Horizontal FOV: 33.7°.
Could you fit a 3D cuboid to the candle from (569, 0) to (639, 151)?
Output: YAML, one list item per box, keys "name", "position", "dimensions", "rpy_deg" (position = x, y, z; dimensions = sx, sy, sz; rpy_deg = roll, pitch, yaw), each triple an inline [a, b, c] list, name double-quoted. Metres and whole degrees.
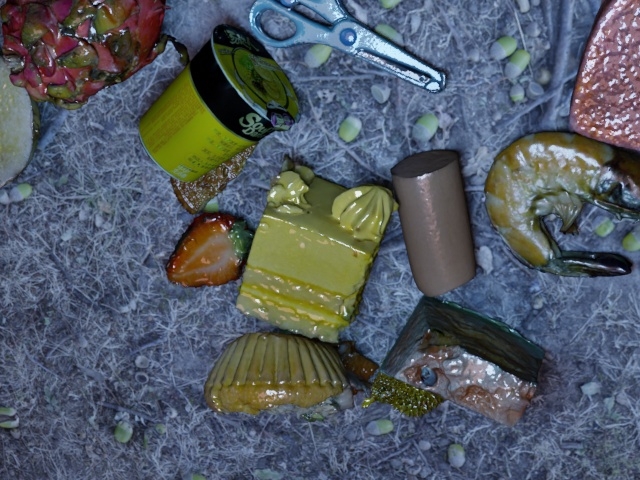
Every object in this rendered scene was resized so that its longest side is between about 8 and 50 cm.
- name: "candle"
  position: [0.524, -0.262, 1.694]
  dimensions: [0.287, 0.131, 0.317]
  rpy_deg: [-26, 102, 24]

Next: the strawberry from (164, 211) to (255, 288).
- name: "strawberry"
  position: [-0.201, 0.016, 2.002]
  dimensions: [0.140, 0.085, 0.192]
  rpy_deg: [27, 116, 1]

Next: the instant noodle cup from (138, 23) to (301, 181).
- name: "instant noodle cup"
  position: [-0.185, -0.223, 1.838]
  dimensions: [0.236, 0.215, 0.215]
  rpy_deg: [-37, 99, 25]

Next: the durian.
- name: "durian"
  position: [0.168, 0.266, 1.985]
  dimensions: [0.208, 0.102, 0.146]
  rpy_deg: [-23, 108, 2]

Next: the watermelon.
- name: "watermelon"
  position: [0.244, 0.227, 1.848]
  dimensions: [0.264, 0.302, 0.151]
  rpy_deg: [24, 104, 8]

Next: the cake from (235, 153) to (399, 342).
- name: "cake"
  position: [0.000, 0.000, 1.875]
  dimensions: [0.227, 0.222, 0.286]
  rpy_deg: [18, 114, 4]

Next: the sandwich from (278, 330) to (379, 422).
- name: "sandwich"
  position: [0.001, 0.243, 2.031]
  dimensions: [0.160, 0.109, 0.185]
  rpy_deg: [-32, 101, 25]

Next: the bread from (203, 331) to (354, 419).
- name: "bread"
  position: [-0.072, 0.242, 1.865]
  dimensions: [0.274, 0.274, 0.149]
  rpy_deg: [-4, 79, 15]

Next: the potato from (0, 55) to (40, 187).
- name: "potato"
  position: [-0.631, -0.242, 1.993]
  dimensions: [0.239, 0.116, 0.299]
  rpy_deg: [-38, 87, 18]

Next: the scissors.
- name: "scissors"
  position: [0.047, -0.362, 1.820]
  dimensions: [0.393, 0.032, 0.180]
  rpy_deg: [29, 115, 2]

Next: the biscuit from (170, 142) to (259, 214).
- name: "biscuit"
  position: [-0.216, -0.145, 1.974]
  dimensions: [0.126, 0.025, 0.206]
  rpy_deg: [42, 114, -4]

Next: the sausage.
- name: "sausage"
  position: [0.205, -0.023, 1.869]
  dimensions: [0.123, 0.123, 0.253]
  rpy_deg: [-8, 111, 16]

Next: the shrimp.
- name: "shrimp"
  position: [0.497, -0.033, 1.818]
  dimensions: [0.445, 0.085, 0.272]
  rpy_deg: [16, 119, 10]

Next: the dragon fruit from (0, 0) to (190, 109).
- name: "dragon fruit"
  position: [-0.409, -0.356, 1.807]
  dimensions: [0.250, 0.269, 0.291]
  rpy_deg: [42, 96, 32]
